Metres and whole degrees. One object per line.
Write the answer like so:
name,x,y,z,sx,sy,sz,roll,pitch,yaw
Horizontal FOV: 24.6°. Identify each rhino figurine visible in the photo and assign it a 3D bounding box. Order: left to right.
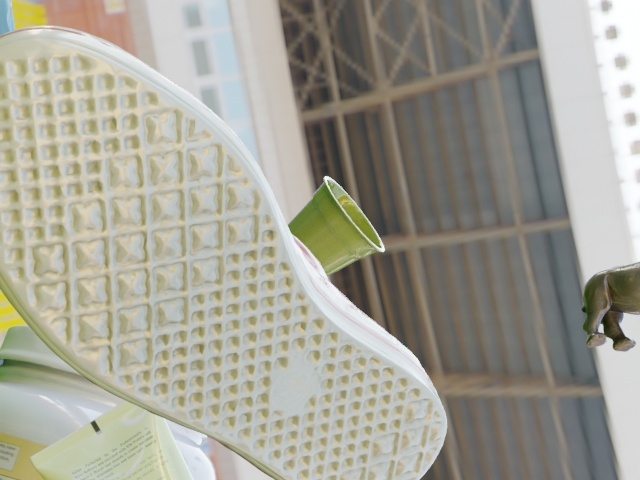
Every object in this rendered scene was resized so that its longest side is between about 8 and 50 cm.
rhino figurine,0.444,0.056,1.863,0.073,0.243,0.106,49,25,-50

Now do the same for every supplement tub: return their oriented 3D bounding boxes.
supplement tub,-0.229,0.263,1.266,0.241,0.241,0.331,143,-34,-72

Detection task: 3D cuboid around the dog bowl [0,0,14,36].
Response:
dog bowl,-0.247,-0.150,0.852,0.297,0.074,0.166,-130,-143,-49

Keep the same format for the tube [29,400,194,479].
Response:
tube,-0.089,0.220,0.966,0.062,0.070,0.240,-36,-95,35

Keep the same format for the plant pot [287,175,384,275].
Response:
plant pot,0.000,0.000,1.288,0.083,0.079,0.083,49,11,-13

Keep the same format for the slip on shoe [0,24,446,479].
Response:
slip on shoe,-0.058,0.019,0.689,0.331,0.123,0.101,44,0,-42
